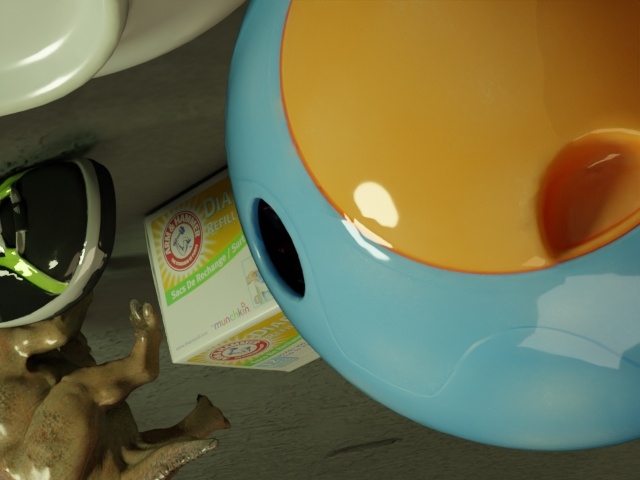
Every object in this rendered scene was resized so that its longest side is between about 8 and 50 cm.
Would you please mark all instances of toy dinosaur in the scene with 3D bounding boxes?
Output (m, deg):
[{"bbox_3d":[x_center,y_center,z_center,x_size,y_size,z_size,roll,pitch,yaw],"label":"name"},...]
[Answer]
[{"bbox_3d":[-0.192,0.131,1.272,0.200,0.296,0.127,-46,142,-23],"label":"toy dinosaur"}]

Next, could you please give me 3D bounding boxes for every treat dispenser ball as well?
[{"bbox_3d":[0.101,-0.051,0.849,0.288,0.288,0.288,-12,161,-4],"label":"treat dispenser ball"}]

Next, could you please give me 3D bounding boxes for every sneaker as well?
[{"bbox_3d":[-0.223,0.016,1.129,0.235,0.084,0.097,-26,156,32],"label":"sneaker"}]

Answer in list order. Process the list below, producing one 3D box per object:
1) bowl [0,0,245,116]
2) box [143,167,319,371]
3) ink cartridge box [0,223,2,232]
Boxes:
[{"bbox_3d":[-0.124,-0.131,0.595,0.298,0.134,0.298,3,150,2],"label":"bowl"},{"bbox_3d":[0.000,0.000,1.200,0.203,0.103,0.114,-29,155,37],"label":"box"},{"bbox_3d":[-0.212,-0.041,0.949,0.088,0.052,0.122,-24,147,-20],"label":"ink cartridge box"}]
